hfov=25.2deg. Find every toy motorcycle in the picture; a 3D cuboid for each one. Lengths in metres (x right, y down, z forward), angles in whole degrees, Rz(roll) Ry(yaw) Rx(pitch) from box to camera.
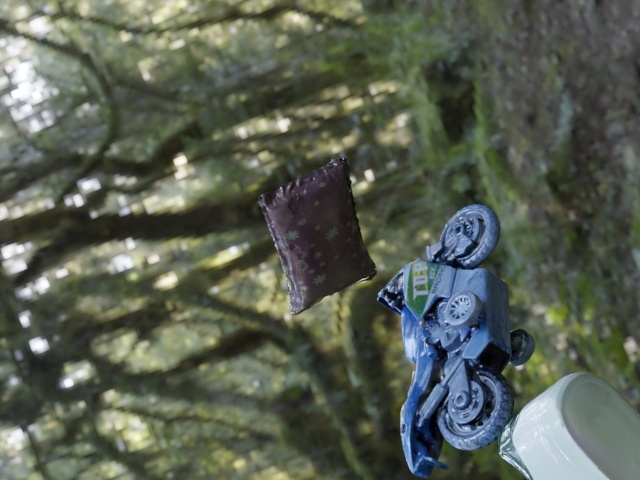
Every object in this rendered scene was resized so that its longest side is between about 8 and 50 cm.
[{"bbox_3d":[0.112,0.087,1.299,0.092,0.136,0.254,32,-135,-38],"label":"toy motorcycle"}]

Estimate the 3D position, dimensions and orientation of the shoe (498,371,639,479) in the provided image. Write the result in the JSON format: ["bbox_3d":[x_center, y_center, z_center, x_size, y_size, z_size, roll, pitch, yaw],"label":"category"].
[{"bbox_3d":[0.244,0.221,1.119,0.095,0.110,0.265,-38,-87,-38],"label":"shoe"}]

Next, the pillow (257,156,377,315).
[{"bbox_3d":[0.000,0.000,1.631,0.043,0.118,0.185,-124,13,-50],"label":"pillow"}]
